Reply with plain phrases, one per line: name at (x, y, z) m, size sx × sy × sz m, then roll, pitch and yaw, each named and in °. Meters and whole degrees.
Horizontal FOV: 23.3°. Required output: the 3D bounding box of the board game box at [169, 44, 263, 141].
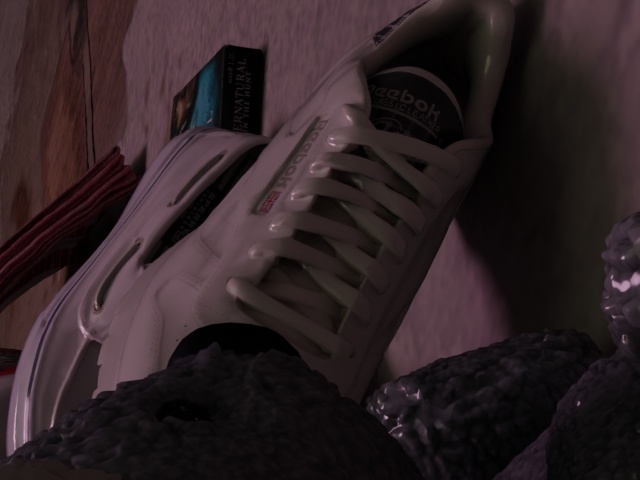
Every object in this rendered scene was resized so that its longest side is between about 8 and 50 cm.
board game box at (-0.070, -0.012, 0.944) m, size 0.126 × 0.026 × 0.186 m, roll 153°, pitch 122°, yaw -68°

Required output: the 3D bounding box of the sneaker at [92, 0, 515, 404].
sneaker at (0.000, 0.000, 0.531) m, size 0.095 × 0.090 × 0.235 m, roll -47°, pitch 12°, yaw 50°

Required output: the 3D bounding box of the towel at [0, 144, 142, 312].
towel at (-0.273, 0.050, 1.291) m, size 0.237 × 0.037 × 0.329 m, roll -44°, pitch 3°, yaw -23°

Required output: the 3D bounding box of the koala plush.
koala plush at (0.009, 0.094, 0.365) m, size 0.196 × 0.221 × 0.203 m, roll 136°, pitch 137°, yaw -62°

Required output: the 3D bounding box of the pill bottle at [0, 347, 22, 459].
pill bottle at (-0.220, 0.167, 1.093) m, size 0.318 × 0.176 × 0.176 m, roll -179°, pitch 95°, yaw -71°

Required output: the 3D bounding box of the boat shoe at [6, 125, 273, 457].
boat shoe at (-0.090, 0.034, 0.810) m, size 0.076 × 0.083 × 0.226 m, roll -4°, pitch 59°, yaw 55°
